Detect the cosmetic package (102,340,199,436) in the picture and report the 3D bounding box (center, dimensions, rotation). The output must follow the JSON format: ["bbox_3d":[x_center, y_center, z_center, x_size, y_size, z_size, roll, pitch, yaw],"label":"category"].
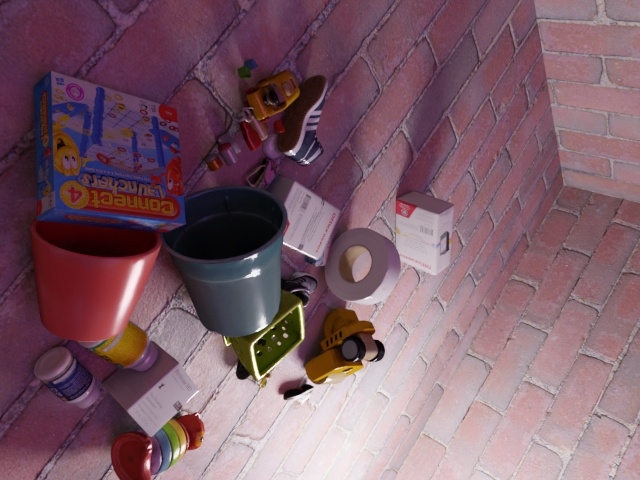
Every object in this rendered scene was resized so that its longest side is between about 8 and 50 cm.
[{"bbox_3d":[-0.487,0.424,1.486,0.184,0.152,0.151,-43,136,-26],"label":"cosmetic package"}]

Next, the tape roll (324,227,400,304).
[{"bbox_3d":[0.156,0.099,1.937,0.100,0.286,0.286,25,89,-51],"label":"tape roll"}]

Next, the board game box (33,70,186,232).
[{"bbox_3d":[-0.465,-0.183,1.161,0.308,0.086,0.301,5,72,-49],"label":"board game box"}]

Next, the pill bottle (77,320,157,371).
[{"bbox_3d":[-0.538,0.273,1.385,0.117,0.118,0.208,-53,139,-16],"label":"pill bottle"}]

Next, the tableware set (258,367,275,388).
[{"bbox_3d":[-0.208,0.489,1.886,0.104,0.024,0.154,-62,165,-20],"label":"tableware set"}]

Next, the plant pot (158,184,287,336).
[{"bbox_3d":[-0.254,0.073,1.467,0.341,0.341,0.334,-34,139,-33],"label":"plant pot"}]

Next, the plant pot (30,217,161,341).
[{"bbox_3d":[-0.536,0.084,1.209,0.275,0.275,0.243,-5,121,-47],"label":"plant pot"}]

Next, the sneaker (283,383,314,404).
[{"bbox_3d":[-0.089,0.643,2.105,0.161,0.057,0.075,-6,107,-49],"label":"sneaker"}]

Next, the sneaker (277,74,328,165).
[{"bbox_3d":[-0.033,-0.375,1.649,0.153,0.099,0.282,37,73,-57],"label":"sneaker"}]

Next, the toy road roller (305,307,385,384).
[{"bbox_3d":[0.081,0.428,2.122,0.330,0.240,0.203,-38,149,26],"label":"toy road roller"}]

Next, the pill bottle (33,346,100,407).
[{"bbox_3d":[-0.645,0.358,1.326,0.094,0.094,0.169,-43,135,-25],"label":"pill bottle"}]

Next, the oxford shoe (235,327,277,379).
[{"bbox_3d":[-0.212,0.406,1.840,0.227,0.083,0.096,-52,146,-13],"label":"oxford shoe"}]

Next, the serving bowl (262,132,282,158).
[{"bbox_3d":[-0.142,-0.295,1.619,0.083,0.027,0.083,-23,123,-40],"label":"serving bowl"}]

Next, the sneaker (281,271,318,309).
[{"bbox_3d":[-0.074,0.185,1.826,0.269,0.153,0.101,0,108,-48],"label":"sneaker"}]

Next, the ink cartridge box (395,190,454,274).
[{"bbox_3d":[0.449,-0.036,2.242,0.131,0.226,0.306,-30,129,-34],"label":"ink cartridge box"}]

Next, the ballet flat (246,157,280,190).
[{"bbox_3d":[-0.205,-0.160,1.590,0.079,0.077,0.221,37,74,-31],"label":"ballet flat"}]

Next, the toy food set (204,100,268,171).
[{"bbox_3d":[-0.237,-0.300,1.453,0.232,0.111,0.104,-42,122,-25],"label":"toy food set"}]

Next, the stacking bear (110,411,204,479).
[{"bbox_3d":[-0.477,0.627,1.595,0.289,0.164,0.175,-3,97,-58],"label":"stacking bear"}]

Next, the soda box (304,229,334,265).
[{"bbox_3d":[0.000,0.000,1.894,0.063,0.058,0.183,-2,108,-48],"label":"soda box"}]

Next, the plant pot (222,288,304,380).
[{"bbox_3d":[-0.201,0.268,1.662,0.228,0.207,0.227,-37,145,-30],"label":"plant pot"}]

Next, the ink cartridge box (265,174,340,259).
[{"bbox_3d":[-0.080,-0.073,1.726,0.273,0.114,0.196,29,85,-49],"label":"ink cartridge box"}]

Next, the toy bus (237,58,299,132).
[{"bbox_3d":[-0.131,-0.410,1.454,0.191,0.105,0.202,23,55,-58],"label":"toy bus"}]
